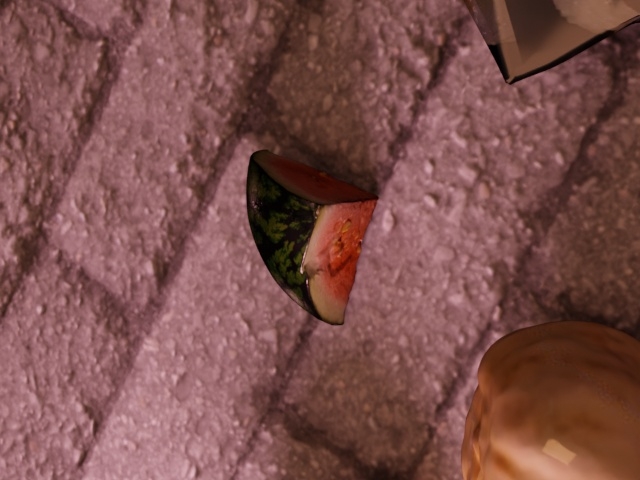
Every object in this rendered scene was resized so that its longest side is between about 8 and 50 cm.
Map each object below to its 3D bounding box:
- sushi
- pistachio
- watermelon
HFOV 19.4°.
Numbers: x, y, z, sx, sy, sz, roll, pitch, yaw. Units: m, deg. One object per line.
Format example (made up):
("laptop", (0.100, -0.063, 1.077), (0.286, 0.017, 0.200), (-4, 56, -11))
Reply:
("sushi", (0.269, -0.237, 1.679), (0.272, 0.109, 0.134), (-21, 80, 14))
("pistachio", (0.246, 0.222, 1.655), (0.238, 0.229, 0.321), (-31, 87, -7))
("watermelon", (-0.020, 0.005, 1.841), (0.137, 0.193, 0.145), (12, 106, -18))
